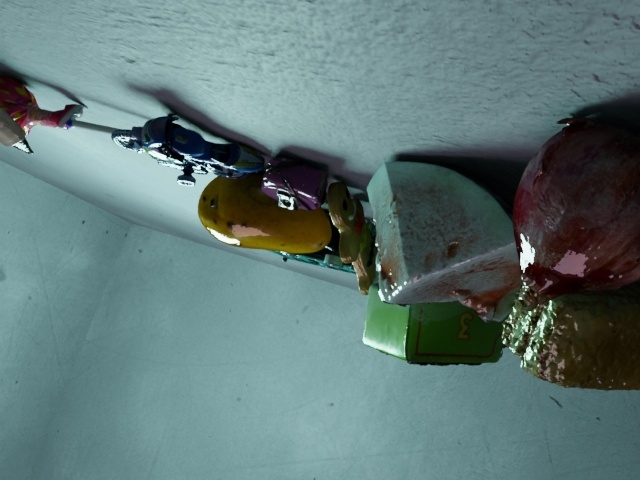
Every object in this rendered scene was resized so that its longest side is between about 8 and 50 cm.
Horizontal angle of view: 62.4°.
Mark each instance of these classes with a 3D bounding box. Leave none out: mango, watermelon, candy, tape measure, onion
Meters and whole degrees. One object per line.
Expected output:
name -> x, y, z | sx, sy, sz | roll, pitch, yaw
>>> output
mango -> -0.108, -0.052, 1.101 | 0.290, 0.160, 0.191 | 17, 162, -12
watermelon -> 0.187, 0.029, 0.729 | 0.320, 0.213, 0.289 | 50, 169, -11
candy -> -0.491, -0.227, 1.005 | 0.365, 0.124, 0.124 | 11, 170, 4
tape measure -> -0.046, -0.099, 0.938 | 0.118, 0.074, 0.125 | 18, 168, 10
onion -> 0.255, -0.012, 0.510 | 0.159, 0.195, 0.159 | 31, -173, -4

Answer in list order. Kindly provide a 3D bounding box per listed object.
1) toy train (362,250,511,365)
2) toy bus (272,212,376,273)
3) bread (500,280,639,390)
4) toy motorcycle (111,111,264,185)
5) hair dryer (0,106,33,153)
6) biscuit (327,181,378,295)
toy train -> 0.235, 0.109, 0.995 | 0.307, 0.249, 0.173 | 8, 178, -29
toy bus -> 0.000, 0.000, 1.256 | 0.256, 0.128, 0.147 | 11, 170, 28
bread -> 0.349, 0.111, 0.671 | 0.196, 0.138, 0.102 | 6, -157, -10
toy motorcycle -> -0.228, -0.158, 0.923 | 0.254, 0.092, 0.135 | 14, 164, -26
hair dryer -> -0.600, -0.248, 0.859 | 0.189, 0.107, 0.344 | 15, 154, 21
biscuit -> 0.070, -0.011, 0.998 | 0.035, 0.158, 0.240 | -10, 134, 21
